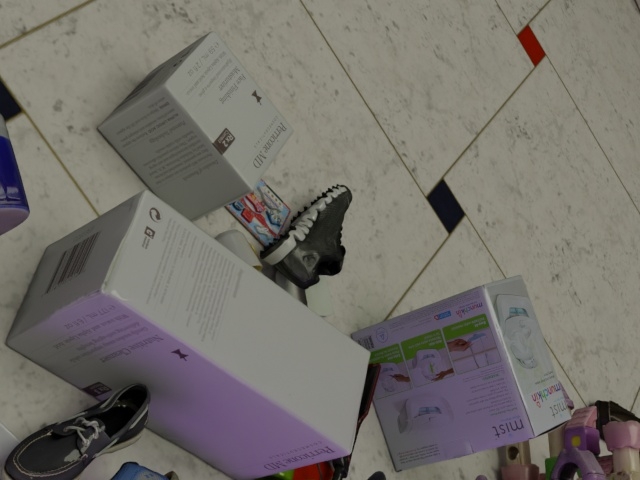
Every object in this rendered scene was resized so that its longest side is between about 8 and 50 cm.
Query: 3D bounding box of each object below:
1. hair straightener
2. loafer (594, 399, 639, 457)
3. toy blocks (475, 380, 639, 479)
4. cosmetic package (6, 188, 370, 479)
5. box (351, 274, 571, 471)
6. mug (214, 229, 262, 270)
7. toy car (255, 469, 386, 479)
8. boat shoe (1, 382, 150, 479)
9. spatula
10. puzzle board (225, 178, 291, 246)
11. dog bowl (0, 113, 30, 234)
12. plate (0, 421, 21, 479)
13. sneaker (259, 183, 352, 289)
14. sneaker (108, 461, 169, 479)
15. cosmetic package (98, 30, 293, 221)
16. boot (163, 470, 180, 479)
[{"bbox_3d":[0.022,0.255,1.553,0.089,0.047,0.230,43,53,-30],"label":"hair straightener"},{"bbox_3d":[0.626,0.375,2.146,0.220,0.078,0.080,34,48,-33],"label":"loafer"},{"bbox_3d":[0.399,0.344,1.750,0.309,0.288,0.260,19,62,-39],"label":"toy blocks"},{"bbox_3d":[-0.148,0.131,1.298,0.385,0.217,0.156,38,47,-27],"label":"cosmetic package"},{"bbox_3d":[0.207,0.204,1.619,0.126,0.262,0.231,-10,78,-50],"label":"box"},{"bbox_3d":[-0.122,0.022,1.513,0.078,0.062,0.064,82,-16,-75],"label":"mug"},{"bbox_3d":[0.003,0.357,1.369,0.149,0.188,0.155,38,47,-30],"label":"toy car"},{"bbox_3d":[-0.260,0.208,1.167,0.075,0.065,0.206,37,28,19],"label":"boat shoe"},{"bbox_3d":[-0.035,0.147,1.568,0.168,0.019,0.242,8,66,-47],"label":"spatula"},{"bbox_3d":[-0.099,-0.058,1.606,0.128,0.011,0.096,47,43,-22],"label":"puzzle board"},{"bbox_3d":[-0.422,-0.037,1.032,0.265,0.265,0.104,-14,84,-51],"label":"dog bowl"},{"bbox_3d":[-0.444,0.233,1.043,0.277,0.045,0.278,51,41,-17],"label":"plate"},{"bbox_3d":[0.000,0.000,1.623,0.106,0.078,0.234,50,38,-6],"label":"sneaker"},{"bbox_3d":[-0.280,0.352,1.122,0.147,0.130,0.330,33,48,28],"label":"sneaker"},{"bbox_3d":[-0.167,-0.151,1.465,0.184,0.151,0.151,50,43,-19],"label":"cosmetic package"},{"bbox_3d":[-0.182,0.387,1.236,0.165,0.077,0.213,56,35,-13],"label":"boot"}]
